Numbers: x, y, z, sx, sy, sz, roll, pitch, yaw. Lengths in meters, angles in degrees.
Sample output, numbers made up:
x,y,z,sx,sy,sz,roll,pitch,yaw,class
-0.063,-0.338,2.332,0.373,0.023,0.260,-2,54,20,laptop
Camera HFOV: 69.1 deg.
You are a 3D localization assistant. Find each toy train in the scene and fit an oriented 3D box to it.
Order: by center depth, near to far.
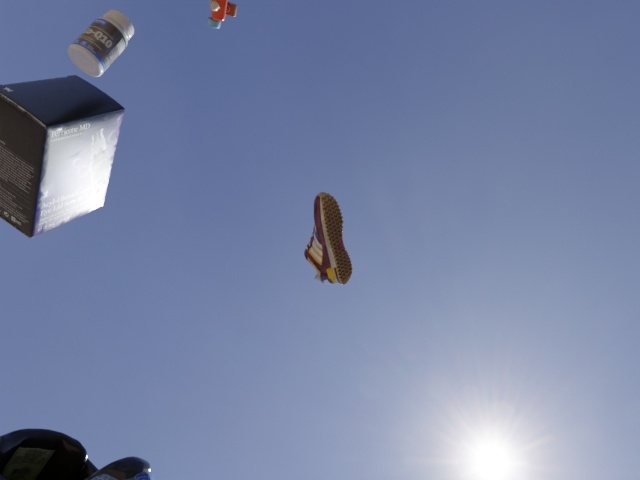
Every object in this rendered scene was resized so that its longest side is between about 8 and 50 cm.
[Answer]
x,y,z,sx,sy,sz,roll,pitch,yaw,class
-0.126,-0.389,0.652,0.125,0.046,0.167,-113,-146,-56,toy train

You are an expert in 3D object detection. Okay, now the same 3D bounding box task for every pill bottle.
x,y,z,sx,sy,sz,roll,pitch,yaw,class
-0.469,-0.428,1.002,0.078,0.078,0.137,13,-118,23,pill bottle

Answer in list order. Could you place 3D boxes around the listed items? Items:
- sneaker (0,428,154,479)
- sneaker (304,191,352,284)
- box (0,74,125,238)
x,y,z,sx,sy,sz,roll,pitch,yaw,class
-0.262,0.241,0.399,0.329,0.129,0.147,-13,-111,19,sneaker
0.000,0.000,0.883,0.083,0.069,0.186,0,-69,33,sneaker
-0.417,-0.134,0.725,0.108,0.153,0.207,34,-57,5,box
